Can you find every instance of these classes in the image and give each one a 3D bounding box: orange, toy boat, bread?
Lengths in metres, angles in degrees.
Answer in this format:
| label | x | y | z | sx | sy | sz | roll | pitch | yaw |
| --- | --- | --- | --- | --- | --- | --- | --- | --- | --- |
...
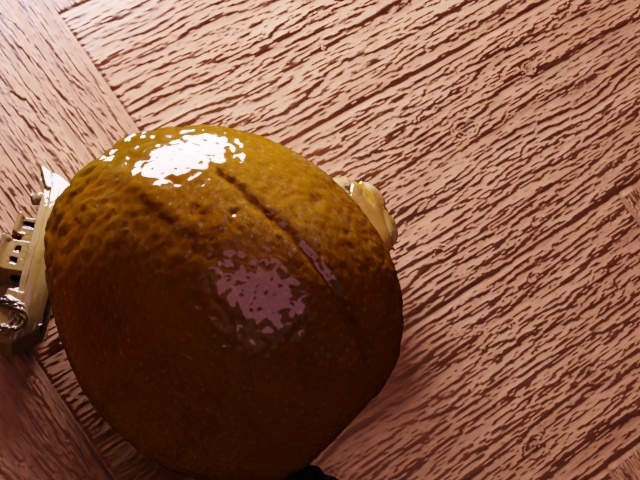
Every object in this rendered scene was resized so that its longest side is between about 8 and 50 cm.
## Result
| label | x | y | z | sx | sy | sz | roll | pitch | yaw |
| --- | --- | --- | --- | --- | --- | --- | --- | --- | --- |
| orange | -0.101 | 0.056 | 1.789 | 0.357 | 0.322 | 0.322 | 44 | 57 | 7 |
| toy boat | -0.297 | 0.020 | 1.866 | 0.072 | 0.064 | 0.206 | 9 | 59 | 0 |
| bread | 0.000 | 0.000 | 1.992 | 0.177 | 0.084 | 0.119 | -18 | 77 | -31 |

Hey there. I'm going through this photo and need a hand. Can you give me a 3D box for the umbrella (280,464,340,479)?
| label | x | y | z | sx | sy | sz | roll | pitch | yaw |
| --- | --- | --- | --- | --- | --- | --- | --- | --- | --- |
| umbrella | 0.069 | 0.342 | 1.857 | 0.340 | 0.118 | 0.118 | 36 | 57 | -9 |
